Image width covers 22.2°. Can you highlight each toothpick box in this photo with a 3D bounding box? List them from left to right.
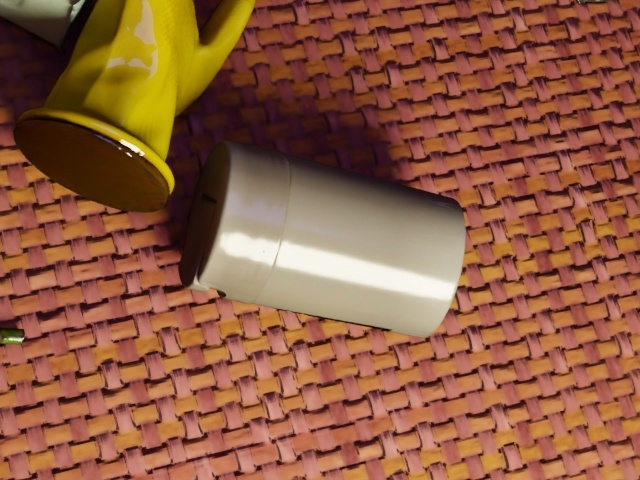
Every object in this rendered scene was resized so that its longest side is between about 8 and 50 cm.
[{"bbox_3d":[0.000,0.000,1.164,0.180,0.111,0.111,13,69,-17],"label":"toothpick box"}]

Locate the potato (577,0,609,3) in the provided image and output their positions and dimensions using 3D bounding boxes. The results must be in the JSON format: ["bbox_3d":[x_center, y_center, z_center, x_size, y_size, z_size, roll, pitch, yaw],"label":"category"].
[{"bbox_3d":[0.255,-0.303,1.356,0.202,0.117,0.182,-22,84,-25],"label":"potato"}]

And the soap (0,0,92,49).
[{"bbox_3d":[-0.247,-0.221,1.146,0.198,0.114,0.063,29,65,-8],"label":"soap"}]

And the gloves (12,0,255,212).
[{"bbox_3d":[-0.108,-0.176,1.172,0.116,0.133,0.294,24,68,-5],"label":"gloves"}]

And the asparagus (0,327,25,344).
[{"bbox_3d":[-0.280,0.063,1.095,0.162,0.016,0.016,1,91,-21],"label":"asparagus"}]
